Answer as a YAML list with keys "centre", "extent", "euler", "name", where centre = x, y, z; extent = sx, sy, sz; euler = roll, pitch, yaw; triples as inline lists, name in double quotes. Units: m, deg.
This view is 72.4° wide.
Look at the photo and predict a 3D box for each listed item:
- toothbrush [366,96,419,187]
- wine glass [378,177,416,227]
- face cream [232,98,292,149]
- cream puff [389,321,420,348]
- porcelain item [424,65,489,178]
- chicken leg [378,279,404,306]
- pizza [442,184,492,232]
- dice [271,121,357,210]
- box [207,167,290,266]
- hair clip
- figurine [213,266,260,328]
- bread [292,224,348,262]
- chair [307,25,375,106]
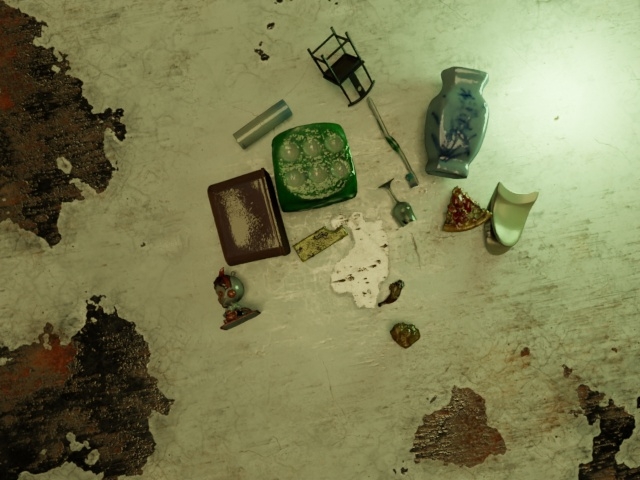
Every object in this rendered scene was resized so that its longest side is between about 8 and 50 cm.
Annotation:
- centre: [0.298, -0.408, 1.802]
  extent: [0.040, 0.042, 0.418]
  euler: [-27, 91, -12]
  name: "toothbrush"
- centre: [0.316, -0.152, 1.787]
  extent: [0.079, 0.079, 0.196]
  euler: [-31, 90, 0]
  name: "wine glass"
- centre: [-0.235, -0.473, 1.782]
  extent: [0.250, 0.077, 0.077]
  euler: [-34, 91, 1]
  name: "face cream"
- centre: [0.347, 0.381, 1.778]
  extent: [0.122, 0.116, 0.094]
  euler: [34, 103, -15]
  name: "cream puff"
- centre: [0.536, -0.457, 1.734]
  extent: [0.242, 0.178, 0.406]
  euler: [10, 93, -1]
  name: "porcelain item"
- centre: [0.297, 0.225, 1.814]
  extent: [0.062, 0.037, 0.145]
  euler: [32, 90, 22]
  name: "chicken leg"
- centre: [0.570, -0.129, 1.784]
  extent: [0.200, 0.053, 0.193]
  euler: [-27, 77, 16]
  name: "pizza"
- centre: [-0.027, -0.270, 1.676]
  extent: [0.297, 0.300, 0.287]
  euler: [-10, 89, 0]
  name: "dice"
- centre: [-0.274, -0.083, 1.711]
  extent: [0.229, 0.239, 0.340]
  euler: [-14, 91, 3]
  name: "box"
- centre: [0.759, -0.079, 1.781]
  extent: [0.172, 0.113, 0.282]
  euler: [13, 85, -1]
  name: "hair clip"
- centre: [-0.360, 0.221, 1.756]
  extent: [0.160, 0.183, 0.226]
  euler: [-24, 78, -9]
  name: "figurine"
- centre: [0.000, 0.000, 1.803]
  extent: [0.226, 0.049, 0.088]
  euler: [-33, 91, 0]
  name: "bread"
- centre: [0.090, -0.695, 1.757]
  extent: [0.154, 0.141, 0.260]
  euler: [-42, 135, 1]
  name: "chair"
